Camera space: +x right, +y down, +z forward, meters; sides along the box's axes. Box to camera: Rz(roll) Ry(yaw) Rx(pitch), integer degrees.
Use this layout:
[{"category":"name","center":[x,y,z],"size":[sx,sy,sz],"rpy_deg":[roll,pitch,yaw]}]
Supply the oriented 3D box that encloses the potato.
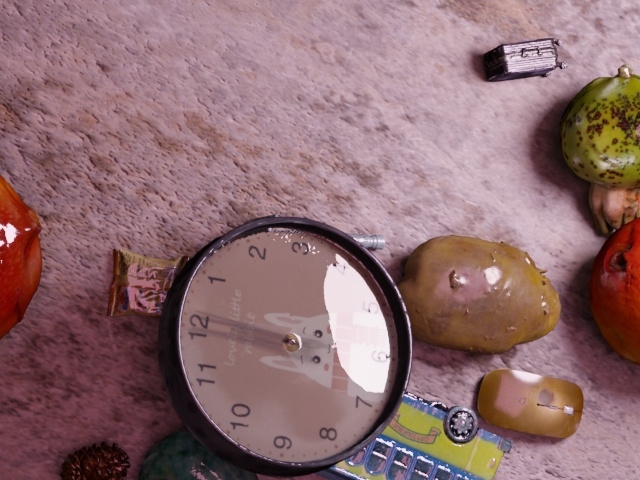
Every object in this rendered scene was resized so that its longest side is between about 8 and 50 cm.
[{"category":"potato","center":[0.265,0.092,1.884],"size":[0.296,0.141,0.191],"rpy_deg":[9,87,-17]}]

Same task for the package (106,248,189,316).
[{"category":"package","center":[-0.272,0.071,1.789],"size":[0.121,0.031,0.108],"rpy_deg":[7,84,-10]}]

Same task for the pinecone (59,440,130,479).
[{"category":"pinecone","center":[-0.341,0.353,1.717],"size":[0.102,0.102,0.109],"rpy_deg":[45,73,-9]}]

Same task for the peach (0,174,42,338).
[{"category":"peach","center":[-0.567,0.013,1.575],"size":[0.373,0.290,0.372],"rpy_deg":[0,89,-7]}]

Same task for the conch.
[{"category":"conch","center":[-0.191,0.387,1.737],"size":[0.202,0.134,0.196],"rpy_deg":[-18,90,-17]}]

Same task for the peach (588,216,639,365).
[{"category":"peach","center":[0.581,0.093,1.921],"size":[0.281,0.238,0.281],"rpy_deg":[1,122,2]}]

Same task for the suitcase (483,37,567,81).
[{"category":"suitcase","center":[0.350,-0.310,1.959],"size":[0.126,0.086,0.059],"rpy_deg":[-10,88,-16]}]

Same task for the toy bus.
[{"category":"toy bus","center":[0.129,0.328,1.823],"size":[0.312,0.152,0.190],"rpy_deg":[25,79,-12]}]

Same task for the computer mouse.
[{"category":"computer mouse","center":[0.364,0.280,1.947],"size":[0.199,0.045,0.102],"rpy_deg":[14,85,-14]}]

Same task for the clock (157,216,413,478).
[{"category":"clock","center":[-0.043,0.150,1.657],"size":[0.386,0.076,0.386],"rpy_deg":[7,72,-22]}]

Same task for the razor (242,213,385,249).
[{"category":"razor","center":[0.000,0.000,1.849],"size":[0.232,0.106,0.068],"rpy_deg":[4,86,-25]}]

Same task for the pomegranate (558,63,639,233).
[{"category":"pomegranate","center":[0.513,-0.156,1.962],"size":[0.222,0.276,0.204],"rpy_deg":[-5,48,-11]}]
